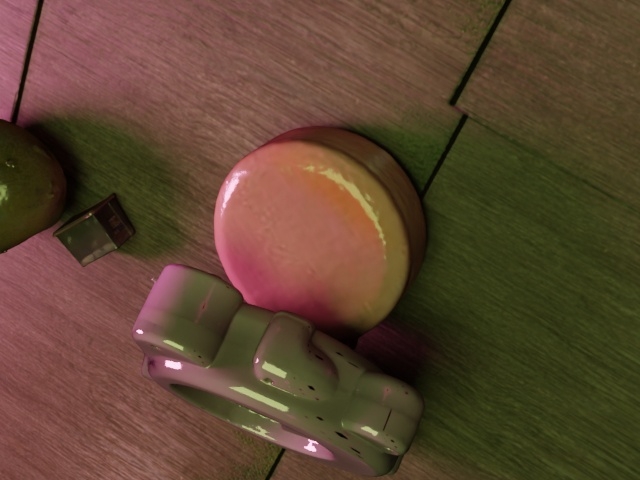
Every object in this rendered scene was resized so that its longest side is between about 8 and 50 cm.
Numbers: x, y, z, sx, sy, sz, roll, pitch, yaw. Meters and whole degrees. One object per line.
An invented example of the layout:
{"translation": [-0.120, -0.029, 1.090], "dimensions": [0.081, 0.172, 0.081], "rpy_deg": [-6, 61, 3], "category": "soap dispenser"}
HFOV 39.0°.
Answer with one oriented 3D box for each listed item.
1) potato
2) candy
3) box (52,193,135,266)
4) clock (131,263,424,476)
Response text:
{"translation": [-0.442, -0.069, 1.176], "dimensions": [0.235, 0.160, 0.178], "rpy_deg": [3, 134, 13], "category": "potato"}
{"translation": [0.000, 0.000, 1.034], "dimensions": [0.255, 0.094, 0.255], "rpy_deg": [10, 116, 21], "category": "candy"}
{"translation": [-0.295, -0.011, 1.189], "dimensions": [0.085, 0.060, 0.063], "rpy_deg": [-24, 109, 30], "category": "box"}
{"translation": [-0.045, 0.165, 1.042], "dimensions": [0.322, 0.113, 0.295], "rpy_deg": [22, 160, 9], "category": "clock"}
